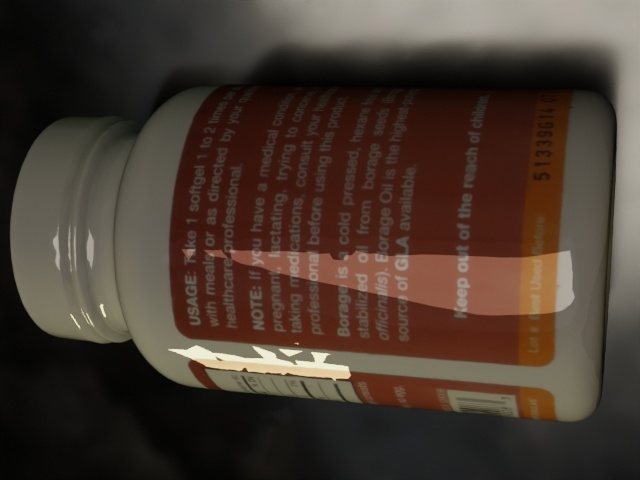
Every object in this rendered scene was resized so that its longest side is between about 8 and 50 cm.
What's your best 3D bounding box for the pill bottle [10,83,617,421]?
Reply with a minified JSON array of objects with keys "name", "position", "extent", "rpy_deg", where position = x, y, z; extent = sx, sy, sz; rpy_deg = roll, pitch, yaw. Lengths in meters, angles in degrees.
[{"name":"pill bottle","position":[0.000,0.000,0.421],"extent":[0.216,0.121,0.121],"rpy_deg":[4,109,15]}]
